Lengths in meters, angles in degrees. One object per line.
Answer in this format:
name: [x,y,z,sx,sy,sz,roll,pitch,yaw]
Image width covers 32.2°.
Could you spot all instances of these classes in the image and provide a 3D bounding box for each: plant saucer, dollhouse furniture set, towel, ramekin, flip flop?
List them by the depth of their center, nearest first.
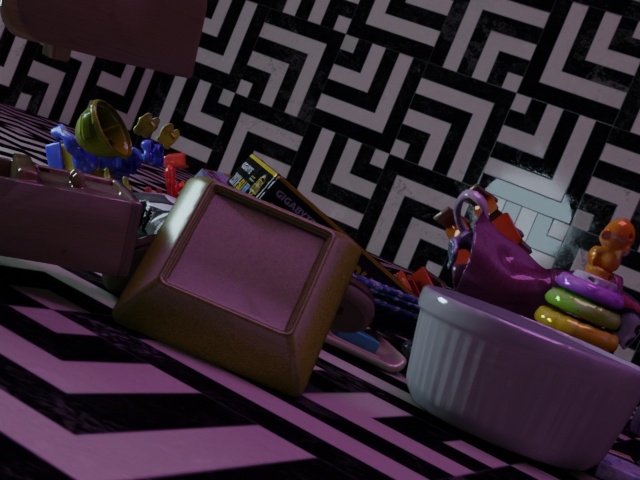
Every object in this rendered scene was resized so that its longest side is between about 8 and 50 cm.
dollhouse furniture set: [-0.269,-0.193,0.996,0.257,0.394,0.362,10,8,-20]
plant saucer: [-0.070,0.027,1.031,0.188,0.188,0.045,23,-38,2]
flip flop: [-0.085,0.060,1.105,0.277,0.080,0.112,13,-27,0]
ramekin: [0.221,0.155,1.239,0.273,0.127,0.273,20,3,-1]
towel: [0.101,0.112,1.579,0.336,0.040,0.243,22,-13,-19]
dollhouse furniture set: [0.286,0.047,2.211,0.135,0.259,0.262,30,28,-44]

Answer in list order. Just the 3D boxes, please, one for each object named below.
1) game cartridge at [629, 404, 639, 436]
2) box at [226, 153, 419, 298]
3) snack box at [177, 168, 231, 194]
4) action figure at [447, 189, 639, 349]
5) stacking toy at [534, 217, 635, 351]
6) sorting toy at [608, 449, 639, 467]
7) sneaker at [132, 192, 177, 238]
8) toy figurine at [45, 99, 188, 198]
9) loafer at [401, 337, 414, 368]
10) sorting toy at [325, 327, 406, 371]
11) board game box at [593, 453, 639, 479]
game cartridge: [0.649,0.350,1.615,0.355,0.068,0.230,22,7,-4]
box: [0.000,0.000,1.840,0.322,0.079,0.257,41,2,-17]
snack box: [-0.149,-0.042,1.973,0.174,0.070,0.207,46,5,4]
action figure: [0.393,0.097,1.881,0.370,0.275,0.248,5,-34,4]
stacking toy: [0.386,0.105,1.636,0.175,0.301,0.166,19,5,-34]
sorting toy: [0.375,0.273,1.391,0.083,0.012,0.062,20,-2,11]
sneaker: [-0.213,-0.018,1.573,0.234,0.078,0.106,26,2,25]
toy figurine: [-0.378,-0.106,1.826,0.217,0.191,0.362,-6,-6,13]
loafer: [0.204,0.165,1.431,0.223,0.076,0.078,16,14,-29]
sorting toy: [-0.004,0.100,1.421,0.208,0.038,0.193,21,4,-14]
board game box: [0.355,0.269,1.260,0.090,0.020,0.090,23,4,12]
